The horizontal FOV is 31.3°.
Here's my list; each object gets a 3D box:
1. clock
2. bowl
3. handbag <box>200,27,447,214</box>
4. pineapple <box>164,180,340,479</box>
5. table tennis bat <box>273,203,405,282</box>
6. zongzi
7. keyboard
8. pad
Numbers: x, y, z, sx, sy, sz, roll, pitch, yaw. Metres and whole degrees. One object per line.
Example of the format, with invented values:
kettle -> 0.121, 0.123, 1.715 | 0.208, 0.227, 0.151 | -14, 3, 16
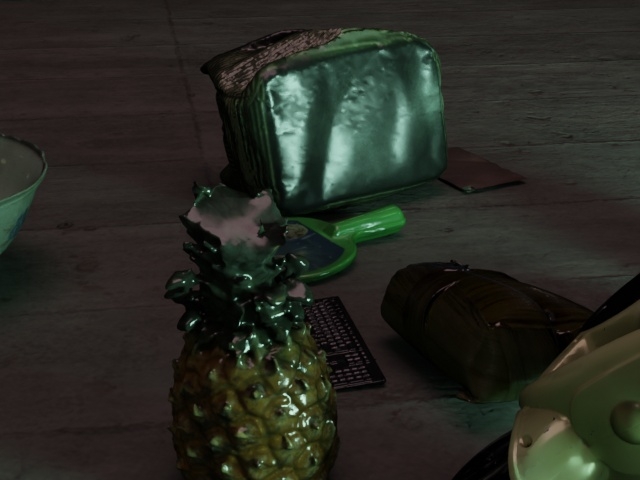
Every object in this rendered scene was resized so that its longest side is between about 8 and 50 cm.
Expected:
clock -> 0.278, 0.095, 0.945 | 0.120, 0.276, 0.379 | 49, 51, 0
bowl -> -0.471, -0.016, 1.339 | 0.313, 0.146, 0.313 | -1, 24, 0
handbag -> -0.004, -0.181, 1.642 | 0.340, 0.247, 0.240 | -16, 17, -29
pineapple -> -0.058, 0.082, 0.967 | 0.157, 0.279, 0.158 | -1, 21, 0
table tennis bat -> 0.000, 0.000, 1.459 | 0.257, 0.039, 0.160 | -17, 31, -30
zongzi -> 0.206, 0.084, 1.191 | 0.242, 0.112, 0.221 | -2, 21, -27
keyboard -> 0.016, 0.109, 1.239 | 0.063, 0.010, 0.198 | -7, 24, -12
pad -> 0.217, -0.111, 1.757 | 0.113, 0.006, 0.188 | -13, 25, -26
